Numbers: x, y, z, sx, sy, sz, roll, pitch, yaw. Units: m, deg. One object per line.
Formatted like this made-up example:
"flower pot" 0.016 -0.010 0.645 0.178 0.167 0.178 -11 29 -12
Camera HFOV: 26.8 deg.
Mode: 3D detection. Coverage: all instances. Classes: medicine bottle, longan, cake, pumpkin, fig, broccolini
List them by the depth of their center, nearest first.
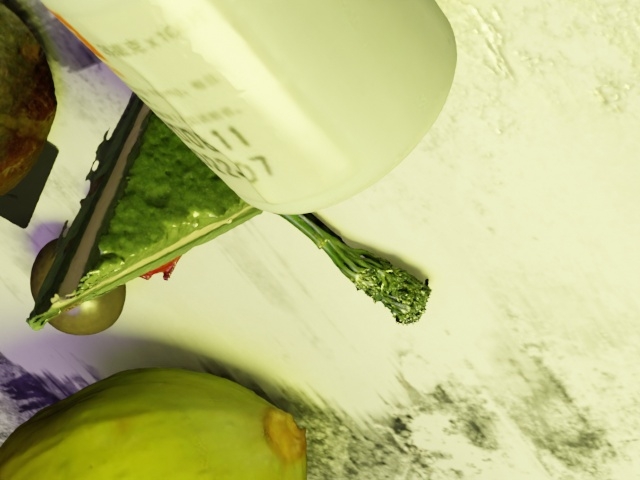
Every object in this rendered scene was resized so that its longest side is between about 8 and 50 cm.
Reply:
"medicine bottle" -0.083 -0.200 0.894 0.211 0.211 0.371 -10 139 37
"cake" -0.103 -0.023 1.099 0.172 0.284 0.158 30 143 -15
"broccolini" 0.000 0.000 1.244 0.239 0.054 0.051 34 163 -3
"pumpkin" -0.350 -0.072 1.249 0.148 0.169 0.312 28 142 -13
"longan" -0.253 0.046 1.398 0.113 0.092 0.113 34 142 31
"fig" -0.175 0.287 1.452 0.343 0.343 0.343 16 139 14

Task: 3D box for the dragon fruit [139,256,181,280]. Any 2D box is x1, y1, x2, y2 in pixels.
"dragon fruit" -0.182 -0.001 1.326 0.126 0.068 0.112 -19 122 44

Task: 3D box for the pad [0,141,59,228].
"pad" -0.399 -0.118 1.370 0.265 0.009 0.159 31 140 -6
